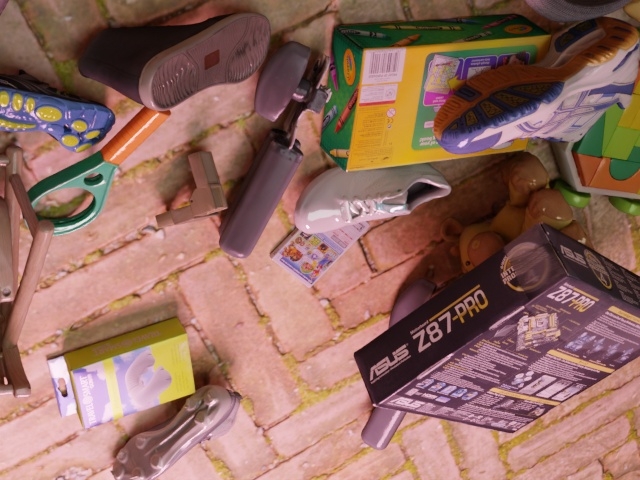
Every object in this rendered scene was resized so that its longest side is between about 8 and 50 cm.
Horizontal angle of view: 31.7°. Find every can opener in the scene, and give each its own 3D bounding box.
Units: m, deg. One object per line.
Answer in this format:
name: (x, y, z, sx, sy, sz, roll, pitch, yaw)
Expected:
can opener: (-0.064, -0.112, 1.384, 0.093, 0.074, 0.280, 21, 110, -12)
can opener: (0.120, 0.181, 1.690, 0.283, 0.095, 0.076, -64, 171, 25)

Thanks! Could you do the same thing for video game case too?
video game case: (0.000, 0.000, 1.526, 0.122, 0.011, 0.087, -46, 132, 5)

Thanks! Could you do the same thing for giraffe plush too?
giraffe plush: (0.267, -0.009, 1.595, 0.170, 0.181, 0.210, -32, 166, 7)

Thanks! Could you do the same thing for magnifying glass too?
magnifying glass: (-0.252, -0.078, 1.274, 0.231, 0.026, 0.092, -41, 145, 26)

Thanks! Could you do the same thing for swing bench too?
swing bench: (-0.443, 0.045, 1.215, 0.253, 0.165, 0.255, -2, 127, -29)

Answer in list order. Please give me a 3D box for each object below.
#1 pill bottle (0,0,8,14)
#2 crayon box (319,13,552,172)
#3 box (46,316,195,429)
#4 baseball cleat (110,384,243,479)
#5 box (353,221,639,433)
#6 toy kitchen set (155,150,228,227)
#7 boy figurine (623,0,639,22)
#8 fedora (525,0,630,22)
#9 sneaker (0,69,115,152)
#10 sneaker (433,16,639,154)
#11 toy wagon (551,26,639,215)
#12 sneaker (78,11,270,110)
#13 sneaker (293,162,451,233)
pill bottle: (-0.397, -0.219, 1.047, 0.176, 0.176, 0.318, 23, 108, -38)
crayon box: (0.146, -0.190, 1.432, 0.278, 0.081, 0.165, -9, 125, -25)
box: (-0.259, 0.178, 1.483, 0.178, 0.042, 0.109, -17, 127, -19)
baseball cleat: (-0.191, 0.279, 1.571, 0.206, 0.072, 0.109, -37, 153, 14)
box: (0.282, 0.141, 1.561, 0.318, 0.097, 0.395, -36, 147, 25)
toy kitchen set: (-0.158, -0.062, 1.389, 0.083, 0.075, 0.068, -17, 178, 23)
boy figurine: (0.533, -0.309, 1.538, 0.285, 0.092, 0.177, 13, 74, -31)
fedora: (0.310, -0.393, 1.356, 0.275, 0.124, 0.244, -4, 125, -37)
sneaker: (-0.297, -0.148, 1.221, 0.067, 0.078, 0.188, -48, 147, 22)
sneaker: (0.279, -0.159, 1.400, 0.296, 0.112, 0.131, -27, 131, -13)
toy wagon: (0.427, -0.168, 1.612, 0.344, 0.068, 0.267, 5, 118, -32)
sneaker: (-0.157, -0.218, 1.255, 0.222, 0.118, 0.083, -32, 136, -47)
sneaker: (0.070, -0.055, 1.463, 0.212, 0.094, 0.080, -21, 124, -21)
